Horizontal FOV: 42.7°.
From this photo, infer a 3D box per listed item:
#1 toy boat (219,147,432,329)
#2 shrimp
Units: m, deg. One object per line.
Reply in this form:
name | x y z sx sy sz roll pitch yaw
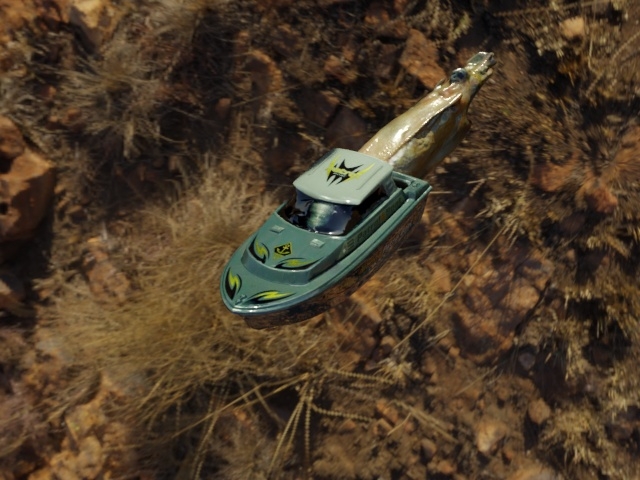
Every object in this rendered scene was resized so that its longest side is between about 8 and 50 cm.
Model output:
toy boat | 0.000 0.000 0.393 0.055 0.141 0.060 20 127 25
shrimp | 0.072 -0.069 0.779 0.254 0.145 0.059 -44 84 -10
